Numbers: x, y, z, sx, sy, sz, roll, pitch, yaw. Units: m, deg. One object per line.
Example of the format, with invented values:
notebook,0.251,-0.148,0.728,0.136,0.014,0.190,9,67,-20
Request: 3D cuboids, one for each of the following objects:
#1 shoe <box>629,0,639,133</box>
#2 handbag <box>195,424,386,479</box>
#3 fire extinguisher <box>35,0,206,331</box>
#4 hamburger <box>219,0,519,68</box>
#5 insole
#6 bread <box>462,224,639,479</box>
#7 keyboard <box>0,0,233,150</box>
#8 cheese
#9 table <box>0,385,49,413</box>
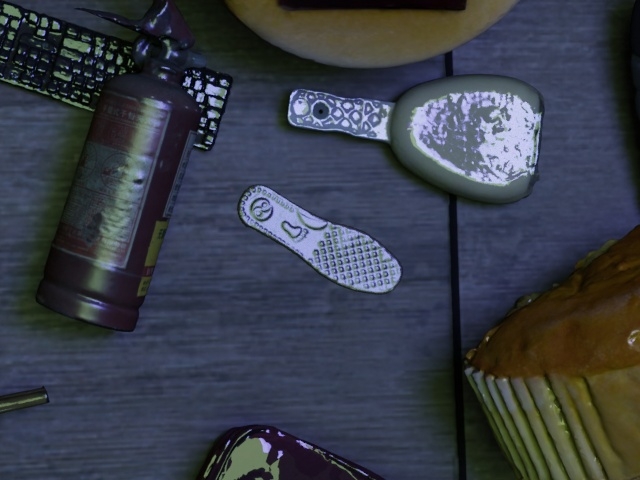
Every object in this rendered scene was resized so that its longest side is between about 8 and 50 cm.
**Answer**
shoe,0.320,-0.069,1.321,0.137,0.114,0.291,-18,102,-31
handbag,-0.012,0.254,1.255,0.216,0.074,0.203,25,83,-10
fire extinguisher,-0.135,-0.067,1.218,0.075,0.106,0.252,20,93,31
hamburger,0.031,-0.258,1.196,0.302,0.170,0.302,-4,129,-5
insole,0.000,0.000,1.305,0.135,0.002,0.045,30,82,-7
bread,0.227,0.073,1.229,0.250,0.179,0.133,-19,109,28
keyboard,-0.162,-0.121,1.275,0.195,0.018,0.060,17,82,-9
cheese,0.070,-0.085,1.303,0.192,0.037,0.097,9,85,-10
table,-0.270,0.039,1.194,0.111,0.121,0.240,-21,92,-11
